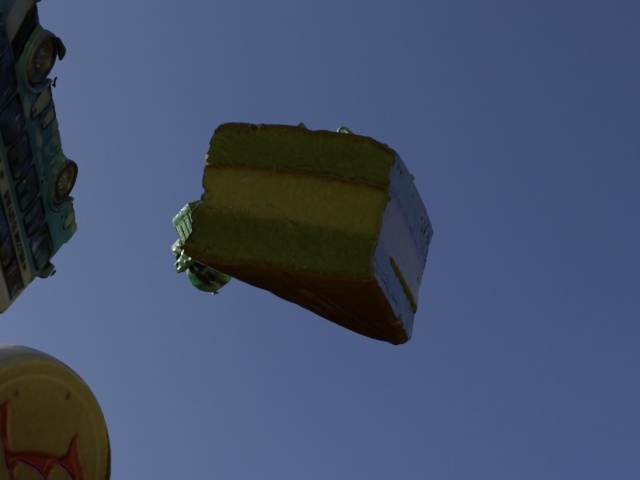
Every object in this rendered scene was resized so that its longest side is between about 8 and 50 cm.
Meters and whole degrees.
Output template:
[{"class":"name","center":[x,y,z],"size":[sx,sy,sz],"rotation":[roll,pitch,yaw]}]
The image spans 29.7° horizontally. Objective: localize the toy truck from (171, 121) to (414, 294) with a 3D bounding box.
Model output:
[{"class":"toy truck","center":[-0.042,-0.046,1.277],"size":[0.259,0.135,0.128],"rotation":[-24,-9,-33]}]

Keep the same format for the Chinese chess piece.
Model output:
[{"class":"Chinese chess piece","center":[-0.317,0.226,1.178],"size":[0.103,0.250,0.250],"rotation":[-2,-45,35]}]

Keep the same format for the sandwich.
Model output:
[{"class":"sandwich","center":[0.000,0.000,0.944],"size":[0.144,0.117,0.187],"rotation":[8,-19,17]}]

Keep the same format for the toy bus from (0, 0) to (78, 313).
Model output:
[{"class":"toy bus","center":[-0.262,-0.080,0.903],"size":[0.106,0.131,0.297],"rotation":[21,-38,13]}]
